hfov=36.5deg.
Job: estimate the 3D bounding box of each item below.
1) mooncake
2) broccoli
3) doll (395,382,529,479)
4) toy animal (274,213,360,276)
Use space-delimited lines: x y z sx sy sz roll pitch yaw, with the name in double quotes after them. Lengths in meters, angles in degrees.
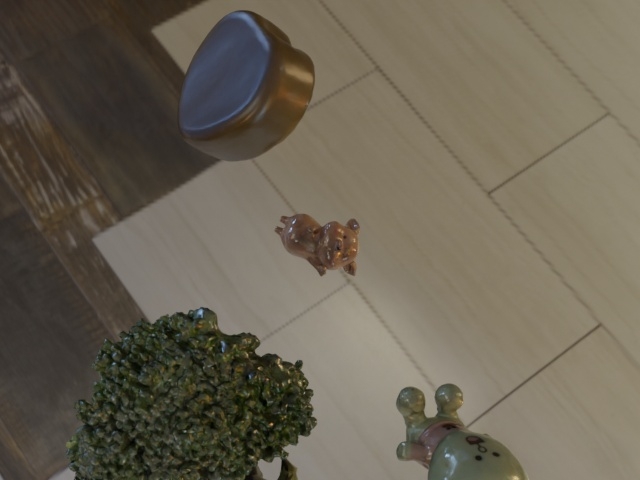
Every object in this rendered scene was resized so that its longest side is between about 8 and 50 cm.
-0.119 -0.227 1.505 0.117 0.235 0.234 21 56 -44 "mooncake"
-0.181 0.270 1.395 0.324 0.272 0.334 30 93 15 "broccoli"
0.202 0.313 1.346 0.155 0.113 0.275 -5 32 -26 "doll"
0.000 -0.001 1.561 0.150 0.083 0.089 21 27 -3 "toy animal"
